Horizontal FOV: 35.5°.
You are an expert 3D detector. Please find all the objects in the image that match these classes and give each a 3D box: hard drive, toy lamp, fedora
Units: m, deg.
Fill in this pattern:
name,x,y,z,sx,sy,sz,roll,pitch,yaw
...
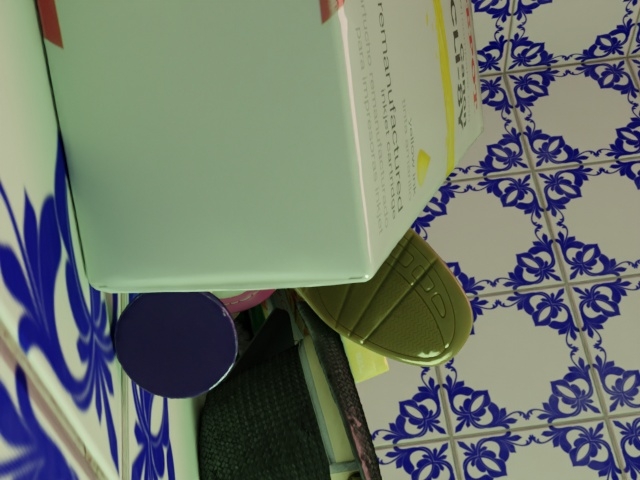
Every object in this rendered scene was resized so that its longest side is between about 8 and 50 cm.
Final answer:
name,x,y,z,sx,sy,sz,roll,pitch,yaw
hard drive,-0.067,0.150,1.070,0.135,0.022,0.094,-54,149,-39
toy lamp,-0.088,0.021,0.695,0.274,0.080,0.080,-91,174,-73
fedora,-0.020,0.229,0.916,0.334,0.153,0.334,164,-90,-88

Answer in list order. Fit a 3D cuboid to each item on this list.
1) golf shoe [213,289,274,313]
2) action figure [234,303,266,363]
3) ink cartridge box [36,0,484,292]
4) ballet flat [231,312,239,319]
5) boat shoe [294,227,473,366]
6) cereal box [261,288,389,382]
name,x,y,z,sx,sy,sz,roll,pitch,yaw
golf shoe,-0.100,-0.064,1.000,0.306,0.115,0.140,-97,160,-46
action figure,-0.093,0.076,1.144,0.137,0.063,0.232,106,-28,-83
ink cartridge box,-0.010,-0.159,0.637,0.385,0.160,0.279,-45,129,-67
ballet flat,-0.082,0.014,1.066,0.168,0.057,0.052,-63,155,-27
boat shoe,0.000,0.000,0.876,0.109,0.302,0.098,-58,180,6
cereal box,-0.014,0.063,1.125,0.240,0.047,0.173,-6,-78,69
